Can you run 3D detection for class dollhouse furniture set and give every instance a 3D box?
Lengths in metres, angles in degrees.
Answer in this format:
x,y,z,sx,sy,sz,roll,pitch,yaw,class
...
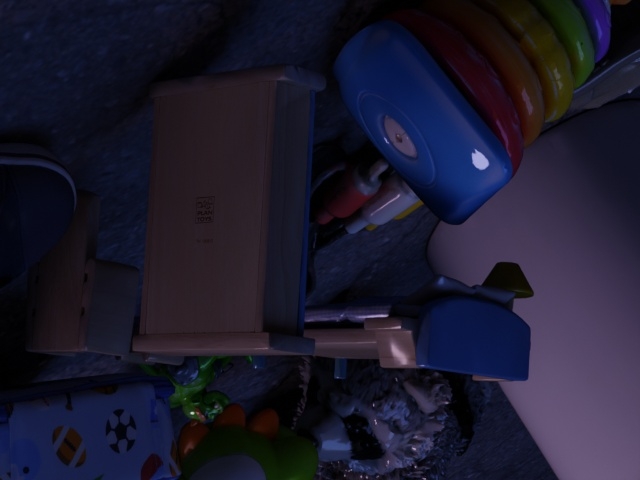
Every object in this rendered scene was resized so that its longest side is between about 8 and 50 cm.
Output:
x,y,z,sx,sy,sz,roll,pitch,yaw,class
-0.018,0.003,1.392,0.286,0.198,0.303,-3,169,41,dollhouse furniture set

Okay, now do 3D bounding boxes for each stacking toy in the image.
x,y,z,sx,sy,sz,roll,pitch,yaw,class
0.172,-0.167,1.428,0.302,0.166,0.175,-38,176,-16,stacking toy

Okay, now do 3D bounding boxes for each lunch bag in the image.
x,y,z,sx,sy,sz,roll,pitch,yaw,class
-0.283,0.174,1.481,0.243,0.115,0.303,-6,176,38,lunch bag

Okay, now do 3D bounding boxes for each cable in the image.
x,y,z,sx,sy,sz,roll,pitch,yaw,class
0.000,0.000,1.628,0.139,0.072,0.287,-2,145,-42,cable

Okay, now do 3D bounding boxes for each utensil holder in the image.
x,y,z,sx,sy,sz,roll,pitch,yaw,class
0.332,0.096,1.856,0.327,0.385,0.328,-28,159,-12,utensil holder

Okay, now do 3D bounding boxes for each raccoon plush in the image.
x,y,z,sx,sy,sz,roll,pitch,yaw,class
0.091,0.149,2.035,0.446,0.216,0.299,-52,167,-53,raccoon plush

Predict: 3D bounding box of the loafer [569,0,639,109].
x,y,z,sx,sy,sz,roll,pitch,yaw,class
0.298,-0.200,1.575,0.268,0.102,0.092,-27,161,13,loafer

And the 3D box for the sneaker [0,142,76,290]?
x,y,z,sx,sy,sz,roll,pitch,yaw,class
-0.297,0.043,1.216,0.321,0.127,0.126,-24,137,-21,sneaker

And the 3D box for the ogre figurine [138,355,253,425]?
x,y,z,sx,sy,sz,roll,pitch,yaw,class
-0.109,0.111,1.699,0.118,0.097,0.197,-36,-165,-24,ogre figurine

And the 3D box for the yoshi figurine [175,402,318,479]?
x,y,z,sx,sy,sz,roll,pitch,yaw,class
-0.157,0.297,1.751,0.362,0.204,0.203,-15,151,-31,yoshi figurine
